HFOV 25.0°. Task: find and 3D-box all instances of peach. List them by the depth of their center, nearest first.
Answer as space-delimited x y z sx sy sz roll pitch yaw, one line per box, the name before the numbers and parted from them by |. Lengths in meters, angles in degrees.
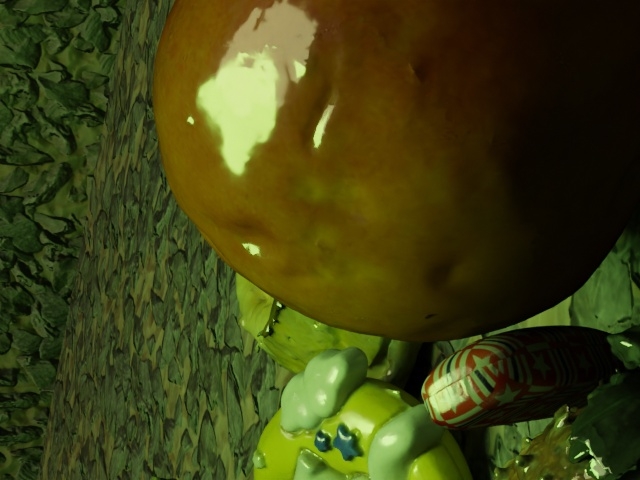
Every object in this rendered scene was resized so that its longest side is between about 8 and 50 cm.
peach | 0.067 -0.114 0.895 0.343 0.343 0.301 -117 26 -56

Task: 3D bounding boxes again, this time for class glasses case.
glasses case | 0.135 0.080 0.901 0.073 0.194 0.049 -34 69 30

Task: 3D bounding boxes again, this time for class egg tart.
egg tart | 0.000 0.000 1.369 0.345 0.132 0.345 -175 90 -73

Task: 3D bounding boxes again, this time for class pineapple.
pineapple | 0.188 0.117 0.793 0.141 0.170 0.310 48 132 26

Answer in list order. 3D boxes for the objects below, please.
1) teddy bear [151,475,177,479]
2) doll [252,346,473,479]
teddy bear | -0.056 0.362 1.408 0.267 0.156 0.256 59 -176 -36
doll | 0.038 0.221 1.201 0.237 0.111 0.252 42 127 23
